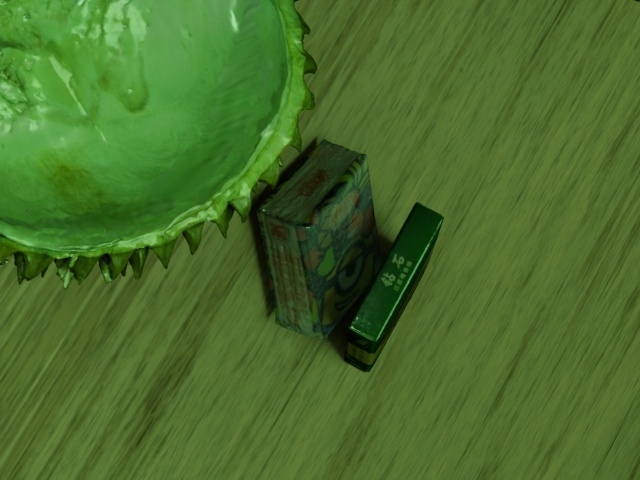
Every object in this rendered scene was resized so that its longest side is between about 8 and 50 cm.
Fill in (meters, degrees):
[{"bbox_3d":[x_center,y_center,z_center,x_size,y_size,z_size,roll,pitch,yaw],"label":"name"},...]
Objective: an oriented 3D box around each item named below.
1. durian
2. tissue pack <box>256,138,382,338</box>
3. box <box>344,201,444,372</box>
[{"bbox_3d":[-0.135,-0.092,1.072,0.394,0.163,0.198,-34,135,-35],"label":"durian"},{"bbox_3d":[0.000,0.000,1.442,0.108,0.060,0.148,-51,148,-34],"label":"tissue pack"},{"bbox_3d":[0.066,0.050,1.525,0.132,0.034,0.235,-61,174,-9],"label":"box"}]
